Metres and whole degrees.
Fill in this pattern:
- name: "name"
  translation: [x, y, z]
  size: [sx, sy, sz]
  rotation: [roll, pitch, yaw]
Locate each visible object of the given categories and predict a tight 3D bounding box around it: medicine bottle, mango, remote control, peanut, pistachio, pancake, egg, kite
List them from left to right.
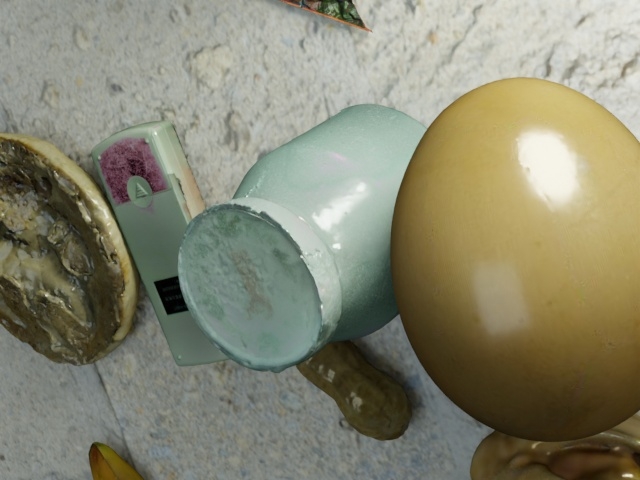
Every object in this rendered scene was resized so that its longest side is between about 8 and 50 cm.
- name: "pancake"
  translation: [-0.419, 0.014, 2.049]
  size: [0.386, 0.082, 0.387]
  rotation: [15, 120, 28]
- name: "mango"
  translation: [-0.306, 0.397, 2.153]
  size: [0.187, 0.066, 0.101]
  rotation: [56, 140, 10]
- name: "remote control"
  translation: [-0.201, 0.006, 1.896]
  size: [0.145, 0.050, 0.344]
  rotation: [-12, 102, 41]
- name: "kite"
  translation: [-0.018, -0.331, 1.624]
  size: [0.189, 0.009, 0.232]
  rotation: [-26, 94, 41]
- name: "medicine bottle"
  translation: [0.000, 0.000, 1.575]
  size: [0.245, 0.290, 0.245]
  rotation: [16, 120, 31]
- name: "peanut"
  translation: [0.036, 0.179, 1.765]
  size: [0.193, 0.089, 0.089]
  rotation: [40, 130, 13]
- name: "egg"
  translation: [0.220, 0.021, 1.406]
  size: [0.301, 0.301, 0.374]
  rotation: [-15, 101, 41]
- name: "pistachio"
  translation: [0.316, 0.294, 1.519]
  size: [0.321, 0.229, 0.238]
  rotation: [17, 160, 25]
